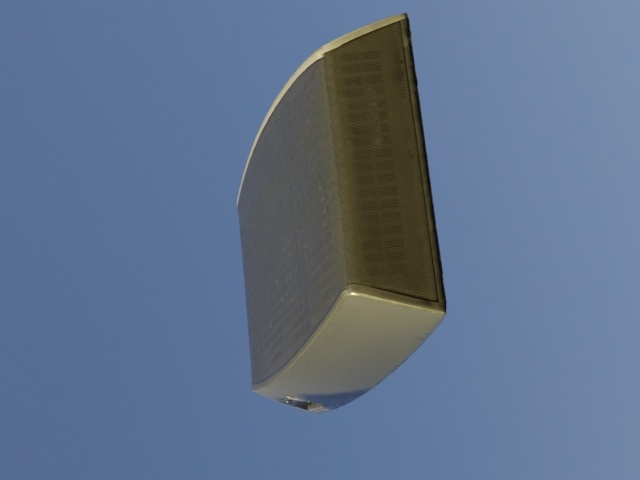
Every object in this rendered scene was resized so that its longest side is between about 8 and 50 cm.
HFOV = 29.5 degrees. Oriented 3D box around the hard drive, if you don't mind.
[{"bbox_3d":[0.000,0.000,0.680,0.054,0.255,0.172,-1,-107,-15],"label":"hard drive"}]
